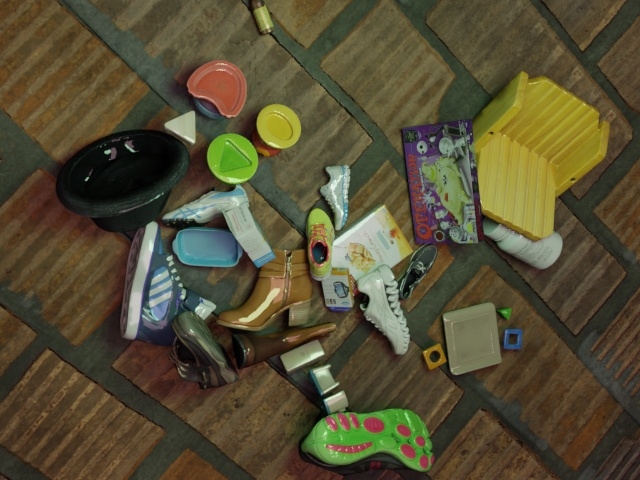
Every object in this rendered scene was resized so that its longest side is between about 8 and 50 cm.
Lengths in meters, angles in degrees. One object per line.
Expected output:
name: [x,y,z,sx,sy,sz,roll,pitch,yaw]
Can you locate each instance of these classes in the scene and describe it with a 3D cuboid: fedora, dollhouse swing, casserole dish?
fedora: [-0.478,-0.132,1.712,0.333,0.334,0.153,-18,137,-15]
dollhouse swing: [0.634,-0.231,1.979,0.346,0.315,0.305,25,44,-18]
casserole dish: [-0.299,0.013,1.833,0.188,0.037,0.114,3,121,1]

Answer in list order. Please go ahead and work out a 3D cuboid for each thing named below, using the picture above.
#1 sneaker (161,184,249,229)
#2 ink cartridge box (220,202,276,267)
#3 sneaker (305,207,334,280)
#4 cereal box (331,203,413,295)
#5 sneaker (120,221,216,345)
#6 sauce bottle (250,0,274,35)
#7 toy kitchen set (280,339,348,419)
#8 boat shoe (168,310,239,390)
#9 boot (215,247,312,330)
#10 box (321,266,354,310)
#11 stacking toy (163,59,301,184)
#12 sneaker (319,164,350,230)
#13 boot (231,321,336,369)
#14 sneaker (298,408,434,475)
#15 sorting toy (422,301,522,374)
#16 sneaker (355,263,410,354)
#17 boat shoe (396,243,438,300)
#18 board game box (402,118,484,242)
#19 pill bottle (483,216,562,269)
sneaker: [-0.311,-0.089,1.835,0.237,0.085,0.086,-17,74,-11]
ink cartridge box: [-0.191,-0.024,1.813,0.061,0.104,0.181,-29,141,1]
sneaker: [0.000,0.000,1.899,0.081,0.094,0.209,-7,69,2]
cereal box: [0.130,0.030,1.998,0.240,0.047,0.173,-37,105,-10]
sneaker: [-0.388,0.120,1.815,0.236,0.130,0.323,10,89,-28]
sauce bottle: [-0.162,-0.616,1.831,0.042,0.042,0.128,-23,105,-14]
toy kitchen set: [-0.023,0.425,1.992,0.122,0.166,0.207,-22,66,-15]
boat shoe: [-0.316,0.308,1.767,0.130,0.132,0.355,-30,145,-7]
boot: [-0.154,0.130,1.887,0.283,0.109,0.220,-2,96,-18]
box: [0.049,0.140,1.963,0.081,0.028,0.136,0,120,19]
stacking toy: [-0.244,-0.288,1.791,0.309,0.130,0.280,41,68,-8]
sneaker: [0.037,-0.122,1.947,0.082,0.071,0.191,1,88,-11]
boot: [-0.091,0.275,1.836,0.280,0.264,0.096,-11,75,-7]
sneaker: [0.142,0.597,2.022,0.482,0.202,0.185,18,56,-32]
sorting toy: [0.468,0.304,2.142,0.347,0.047,0.196,-12,96,-16]
sneaker: [0.181,0.212,1.999,0.118,0.110,0.292,-21,113,-8]
boat shoe: [0.293,0.096,2.049,0.075,0.065,0.206,40,84,-18]
board game box: [0.352,-0.164,1.970,0.056,0.208,0.347,-18,103,-45]
pill bottle: [0.615,-0.013,2.104,0.229,0.131,0.131,27,88,-19]
